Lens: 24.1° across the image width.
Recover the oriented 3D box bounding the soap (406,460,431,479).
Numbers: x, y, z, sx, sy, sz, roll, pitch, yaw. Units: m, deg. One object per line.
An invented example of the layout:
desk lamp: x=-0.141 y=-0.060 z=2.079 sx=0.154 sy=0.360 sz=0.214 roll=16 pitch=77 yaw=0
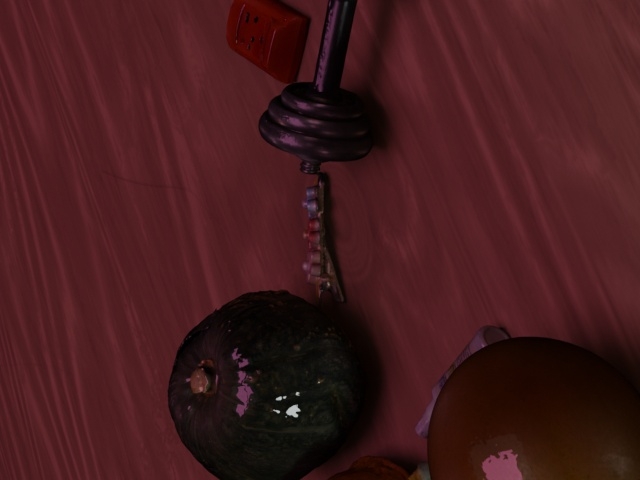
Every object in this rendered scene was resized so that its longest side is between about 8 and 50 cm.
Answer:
soap: x=0.205 y=0.413 z=2.060 sx=0.076 sy=0.135 sz=0.233 roll=-46 pitch=60 yaw=44

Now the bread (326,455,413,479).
bread: x=0.075 y=0.475 z=2.203 sx=0.312 sy=0.172 sz=0.312 roll=10 pitch=102 yaw=54

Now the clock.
clock: x=-0.093 y=-0.332 z=2.421 sx=0.155 sy=0.061 sz=0.113 roll=38 pitch=123 yaw=46

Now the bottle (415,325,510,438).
bottle: x=0.194 y=0.205 z=2.113 sx=0.217 sy=0.060 sz=0.060 roll=-55 pitch=53 yaw=39

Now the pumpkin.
pumpkin: x=-0.088 y=0.225 z=2.321 sx=0.327 sy=0.257 sz=0.291 roll=-55 pitch=46 yaw=33

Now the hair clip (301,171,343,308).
hair clip: x=-0.007 y=0.001 z=2.353 sx=0.062 sy=0.056 sz=0.213 roll=129 pitch=132 yaw=-83

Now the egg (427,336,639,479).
egg: x=0.281 y=0.282 z=1.826 sx=0.282 sy=0.283 sz=0.351 roll=-47 pitch=60 yaw=44

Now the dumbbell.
dumbbell: x=0.020 y=-0.288 z=2.184 sx=0.179 sy=0.179 sz=0.406 roll=33 pitch=120 yaw=45
